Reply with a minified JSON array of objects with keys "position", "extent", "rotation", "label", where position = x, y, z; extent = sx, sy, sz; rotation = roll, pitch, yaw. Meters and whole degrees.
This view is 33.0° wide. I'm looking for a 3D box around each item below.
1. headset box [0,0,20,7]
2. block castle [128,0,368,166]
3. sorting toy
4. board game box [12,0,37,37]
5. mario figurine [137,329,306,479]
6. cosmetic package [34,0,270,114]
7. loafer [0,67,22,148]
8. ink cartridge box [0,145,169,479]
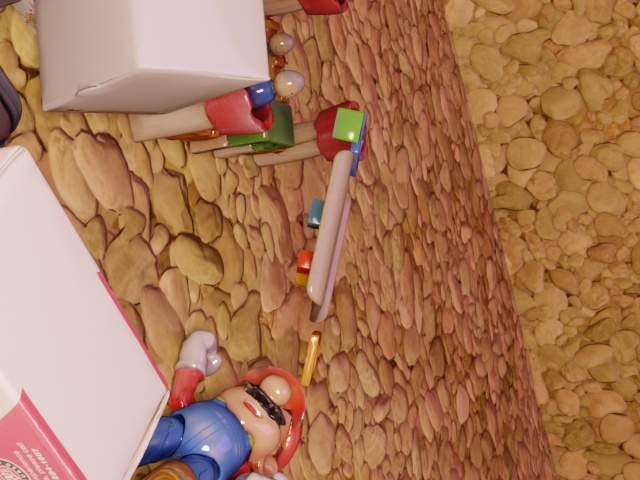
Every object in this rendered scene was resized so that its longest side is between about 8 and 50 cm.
[{"position":[-0.341,-0.333,0.878],"extent":[0.293,0.110,0.218],"rotation":[40,46,-58],"label":"headset box"},{"position":[-0.064,-0.255,1.342],"extent":[0.453,0.213,0.303],"rotation":[2,80,-71],"label":"block castle"},{"position":[0.000,0.000,1.299],"extent":[0.196,0.047,0.347],"rotation":[85,17,-78],"label":"sorting toy"},{"position":[-0.266,-0.241,1.134],"extent":[0.154,0.026,0.103],"rotation":[58,32,-44],"label":"board game box"},{"position":[-0.103,0.195,1.189],"extent":[0.320,0.170,0.198],"rotation":[-5,85,-66],"label":"mario figurine"},{"position":[-0.176,-0.315,1.033],"extent":[0.155,0.197,0.365],"rotation":[-4,89,-41],"label":"cosmetic package"},{"position":[-0.339,-0.153,0.837],"extent":[0.302,0.109,0.095],"rotation":[56,37,-51],"label":"loafer"},{"position":[-0.271,0.072,0.682],"extent":[0.117,0.283,0.207],"rotation":[-68,143,-46],"label":"ink cartridge box"}]
